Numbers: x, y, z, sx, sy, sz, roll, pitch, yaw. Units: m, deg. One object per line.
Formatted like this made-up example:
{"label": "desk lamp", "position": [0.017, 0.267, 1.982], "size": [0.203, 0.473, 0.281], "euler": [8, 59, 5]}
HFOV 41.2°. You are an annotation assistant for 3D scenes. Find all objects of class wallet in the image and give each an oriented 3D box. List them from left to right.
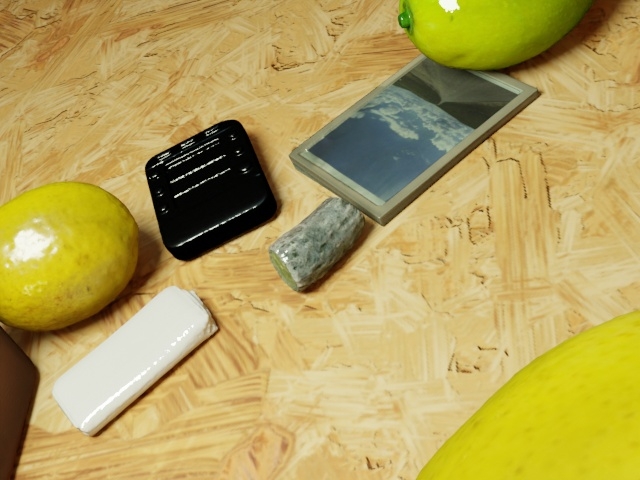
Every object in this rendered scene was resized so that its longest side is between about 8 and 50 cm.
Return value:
{"label": "wallet", "position": [-0.200, 0.125, 0.926], "size": [0.190, 0.033, 0.095], "euler": [-43, 45, -15]}

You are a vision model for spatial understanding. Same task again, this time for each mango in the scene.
{"label": "mango", "position": [0.252, -0.322, 1.049], "size": [0.343, 0.156, 0.192], "euler": [-34, 50, -22]}

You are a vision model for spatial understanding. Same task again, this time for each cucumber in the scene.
{"label": "cucumber", "position": [-0.002, 0.001, 0.926], "size": [0.112, 0.064, 0.064], "euler": [-41, 43, -20]}

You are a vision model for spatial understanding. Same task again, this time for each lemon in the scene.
{"label": "lemon", "position": [-0.311, 0.020, 0.989], "size": [0.207, 0.170, 0.170], "euler": [-29, 41, -10]}

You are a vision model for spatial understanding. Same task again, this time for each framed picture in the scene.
{"label": "framed picture", "position": [0.110, -0.136, 1.040], "size": [0.260, 0.023, 0.189], "euler": [-38, 45, -13]}

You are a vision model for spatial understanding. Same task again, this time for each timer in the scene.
{"label": "timer", "position": [-0.140, -0.066, 1.075], "size": [0.144, 0.055, 0.187], "euler": [-27, 45, 3]}

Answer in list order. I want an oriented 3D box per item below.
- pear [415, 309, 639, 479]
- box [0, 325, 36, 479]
{"label": "pear", "position": [0.195, 0.207, 0.397], "size": [0.418, 0.362, 0.362], "euler": [-29, 41, -10]}
{"label": "box", "position": [-0.458, 0.197, 0.838], "size": [0.240, 0.229, 0.339], "euler": [-15, 43, 14]}
